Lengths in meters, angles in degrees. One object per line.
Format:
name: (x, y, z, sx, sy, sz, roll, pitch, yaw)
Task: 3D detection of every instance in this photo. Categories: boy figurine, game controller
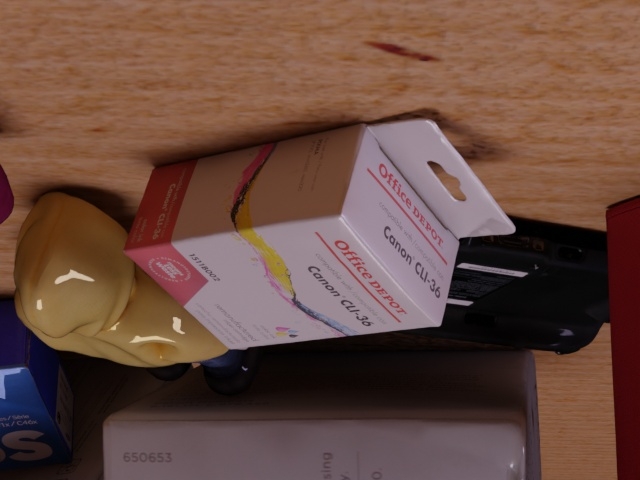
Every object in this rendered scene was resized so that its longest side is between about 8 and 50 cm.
boy figurine: (-0.142, 0.043, 1.066, 0.177, 0.092, 0.285, 11, 167, 24)
game controller: (0.091, 0.023, 1.069, 0.319, 0.067, 0.166, 8, 149, -27)

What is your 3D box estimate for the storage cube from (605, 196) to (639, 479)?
storage cube: (0.306, 0.066, 0.929, 0.183, 0.193, 0.215, 10, 162, -31)

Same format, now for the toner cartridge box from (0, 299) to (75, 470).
toner cartridge box: (-0.403, 0.144, 1.314, 0.348, 0.075, 0.165, -7, 141, 2)

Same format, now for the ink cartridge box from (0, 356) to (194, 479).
ink cartridge box: (-0.319, 0.232, 1.435, 0.330, 0.324, 0.071, -8, 119, 28)

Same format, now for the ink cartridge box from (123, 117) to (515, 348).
ink cartridge box: (0.000, 0.000, 0.877, 0.198, 0.067, 0.115, -10, 140, 35)

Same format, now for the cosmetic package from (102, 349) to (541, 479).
cosmetic package: (0.026, 0.276, 1.298, 0.327, 0.329, 0.393, -2, -177, 9)

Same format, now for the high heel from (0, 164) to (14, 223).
high heel: (-0.342, 0.049, 0.792, 0.377, 0.127, 0.181, -31, 149, 9)
